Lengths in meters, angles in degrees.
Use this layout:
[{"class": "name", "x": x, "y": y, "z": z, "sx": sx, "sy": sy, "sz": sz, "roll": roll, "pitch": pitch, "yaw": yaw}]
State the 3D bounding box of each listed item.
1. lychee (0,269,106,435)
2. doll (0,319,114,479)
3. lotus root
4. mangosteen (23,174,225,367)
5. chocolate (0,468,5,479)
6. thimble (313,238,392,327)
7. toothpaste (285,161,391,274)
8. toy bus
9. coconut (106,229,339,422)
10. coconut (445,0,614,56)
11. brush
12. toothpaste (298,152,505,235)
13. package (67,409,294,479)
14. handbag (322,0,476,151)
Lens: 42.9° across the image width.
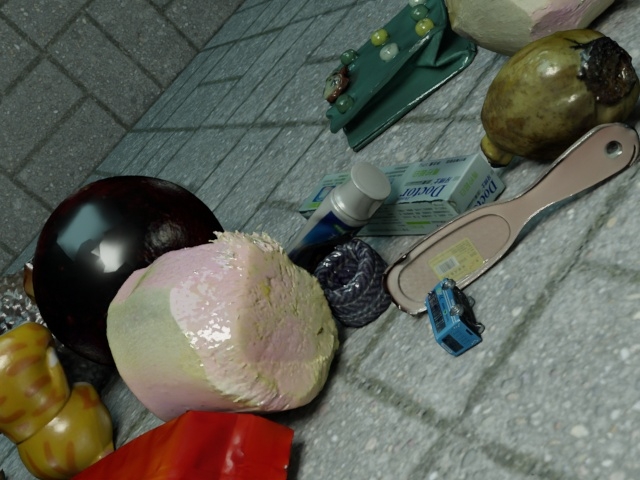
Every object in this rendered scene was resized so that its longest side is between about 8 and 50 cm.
[{"class": "lychee", "x": -0.506, "y": 0.197, "z": 1.432, "sx": 0.300, "sy": 0.300, "sz": 0.300, "roll": -36, "pitch": 26, "yaw": 21}, {"class": "doll", "x": -0.425, "y": 0.245, "z": 1.228, "sx": 0.167, "sy": 0.269, "sz": 0.162, "roll": -28, "pitch": 23, "yaw": 40}, {"class": "lotus root", "x": 0.250, "y": -0.151, "z": 0.904, "sx": 0.214, "sy": 0.138, "sz": 0.138, "roll": -33, "pitch": 25, "yaw": 51}, {"class": "mangosteen", "x": -0.307, "y": 0.041, "z": 1.282, "sx": 0.347, "sy": 0.307, "sz": 0.307, "roll": 18, "pitch": 65, "yaw": 47}, {"class": "chocolate", "x": -0.596, "y": 0.455, "z": 1.454, "sx": 0.100, "sy": 0.031, "sz": 0.064, "roll": -48, "pitch": 6, "yaw": -13}, {"class": "thimble", "x": 0.039, "y": 0.054, "z": 1.006, "sx": 0.095, "sy": 0.066, "sz": 0.104, "roll": -30, "pitch": 29, "yaw": 26}, {"class": "toothpaste", "x": 0.000, "y": 0.000, "z": 1.065, "sx": 0.096, "sy": 0.061, "sz": 0.266, "roll": -13, "pitch": -24, "yaw": -40}, {"class": "toy bus", "x": 0.136, "y": 0.078, "z": 0.845, "sx": 0.046, "sy": 0.038, "sz": 0.083, "roll": -41, "pitch": 24, "yaw": 19}, {"class": "coconut", "x": -0.126, "y": 0.109, "z": 0.982, "sx": 0.245, "sy": 0.233, "sz": 0.233, "roll": -17, "pitch": 37, "yaw": 41}, {"class": "coconut", "x": 0.273, "y": -0.354, "z": 1.083, "sx": 0.230, "sy": 0.227, "sz": 0.227, "roll": -43, "pitch": 24, "yaw": 4}, {"class": "brush", "x": 0.200, "y": -0.030, "z": 0.886, "sx": 0.313, "sy": 0.072, "sz": 0.067, "roll": -37, "pitch": 12, "yaw": 18}, {"class": "toothpaste", "x": 0.093, "y": -0.053, "z": 1.085, "sx": 0.081, "sy": 0.067, "sz": 0.336, "roll": -54, "pitch": 26, "yaw": -20}, {"class": "package", "x": -0.217, "y": 0.337, "z": 0.914, "sx": 0.424, "sy": 0.123, "sz": 0.196, "roll": -32, "pitch": 30, "yaw": 31}, {"class": "handbag", "x": 0.120, "y": -0.311, "z": 1.399, "sx": 0.274, "sy": 0.100, "sz": 0.268, "roll": -34, "pitch": 28, "yaw": 23}]
